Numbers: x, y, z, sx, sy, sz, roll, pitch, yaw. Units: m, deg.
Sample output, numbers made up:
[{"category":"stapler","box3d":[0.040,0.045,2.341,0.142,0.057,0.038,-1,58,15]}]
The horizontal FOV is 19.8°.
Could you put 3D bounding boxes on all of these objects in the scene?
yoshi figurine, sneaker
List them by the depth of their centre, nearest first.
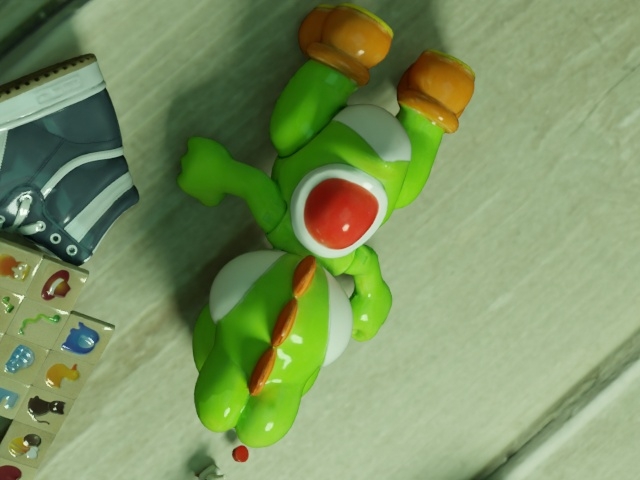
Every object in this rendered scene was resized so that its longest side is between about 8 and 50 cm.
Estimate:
[{"category":"sneaker","box3d":[-0.280,-0.027,1.464,0.282,0.099,0.153,-25,104,-13]},{"category":"yoshi figurine","box3d":[-0.016,-0.002,1.534,0.362,0.203,0.203,-66,150,-12]}]

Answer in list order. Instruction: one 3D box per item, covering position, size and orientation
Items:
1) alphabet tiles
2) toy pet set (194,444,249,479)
[{"category":"alphabet tiles","box3d":[-0.288,0.096,1.481,0.198,0.009,0.237,22,117,-18]},{"category":"toy pet set","box3d":[-0.078,0.261,1.607,0.122,0.065,0.114,51,49,-21]}]
